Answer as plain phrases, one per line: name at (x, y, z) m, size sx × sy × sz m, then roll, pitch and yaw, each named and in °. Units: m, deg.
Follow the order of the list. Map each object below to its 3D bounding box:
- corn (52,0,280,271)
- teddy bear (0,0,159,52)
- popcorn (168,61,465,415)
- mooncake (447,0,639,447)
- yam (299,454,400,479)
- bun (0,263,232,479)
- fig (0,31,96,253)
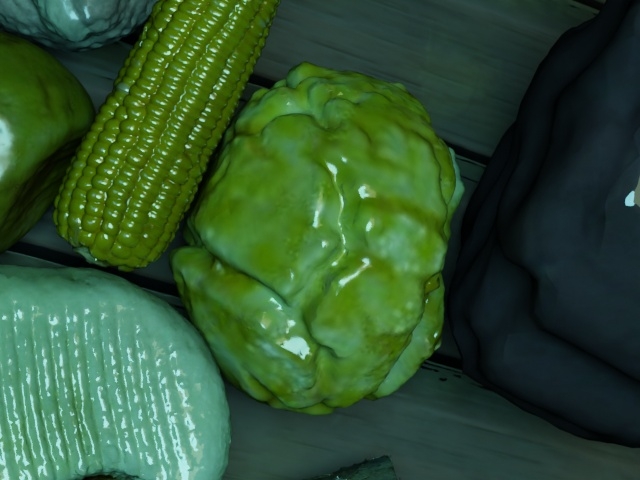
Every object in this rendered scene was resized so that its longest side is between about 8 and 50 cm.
corn at (-0.090, -0.090, 0.742) m, size 0.080 × 0.080 × 0.231 m, roll 25°, pitch 91°, yaw -15°
teddy bear at (-0.122, -0.235, 0.813) m, size 0.267 × 0.151 × 0.236 m, roll -37°, pitch 104°, yaw -22°
popcorn at (0.000, 0.000, 0.785) m, size 0.184 × 0.204 × 0.221 m, roll 11°, pitch 88°, yaw -19°
mooncake at (0.227, -0.044, 0.788) m, size 0.212 × 0.381 × 0.350 m, roll 26°, pitch 57°, yaw -2°
yam at (-0.023, 0.206, 0.779) m, size 0.183 × 0.107 × 0.107 m, roll -8°, pitch 81°, yaw -21°
bun at (-0.164, 0.118, 0.723) m, size 0.212 × 0.126 × 0.204 m, roll 15°, pitch 70°, yaw -19°
fig at (-0.213, -0.062, 0.749) m, size 0.166 × 0.144 × 0.154 m, roll -17°, pitch 46°, yaw -35°
